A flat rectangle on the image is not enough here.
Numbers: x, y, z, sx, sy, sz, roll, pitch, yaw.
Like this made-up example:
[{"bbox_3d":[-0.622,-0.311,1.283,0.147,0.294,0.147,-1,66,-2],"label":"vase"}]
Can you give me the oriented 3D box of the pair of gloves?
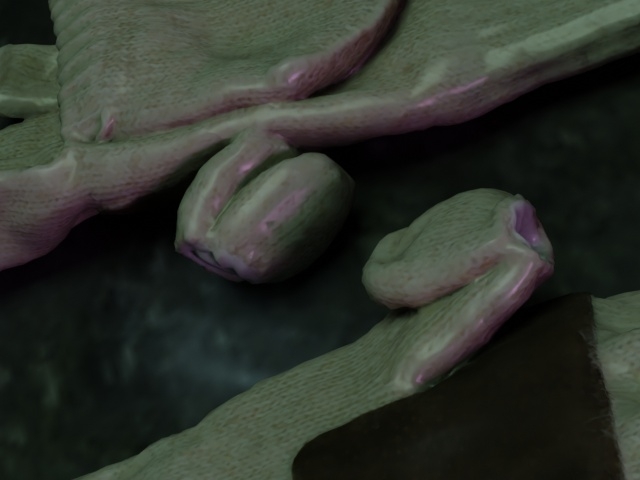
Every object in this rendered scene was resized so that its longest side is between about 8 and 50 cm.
[{"bbox_3d":[0.000,0.000,0.421,0.204,0.042,0.240,-15,47,17],"label":"pair of gloves"}]
